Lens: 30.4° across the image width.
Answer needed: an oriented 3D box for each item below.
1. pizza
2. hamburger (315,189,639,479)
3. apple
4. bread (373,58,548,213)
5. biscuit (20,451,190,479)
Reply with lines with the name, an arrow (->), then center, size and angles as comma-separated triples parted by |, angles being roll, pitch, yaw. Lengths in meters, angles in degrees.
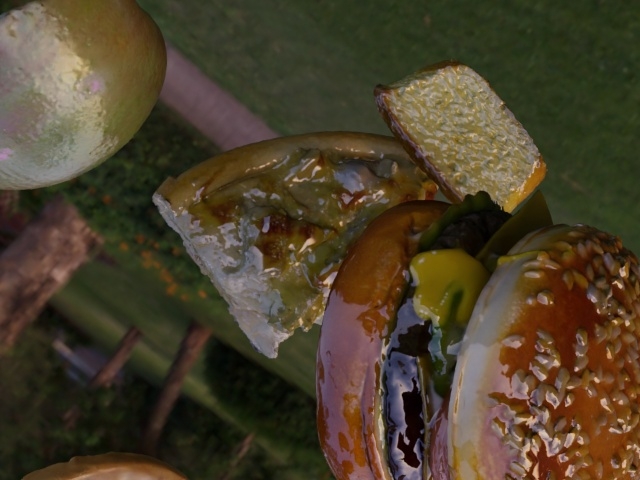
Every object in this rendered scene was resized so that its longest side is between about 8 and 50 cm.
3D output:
pizza -> 0.000, 0.000, 1.185 | 0.089, 0.323, 0.223 | 161, 101, -70
hamburger -> 0.146, 0.108, 0.916 | 0.225, 0.291, 0.291 | 8, 147, 35
apple -> -0.269, -0.128, 1.099 | 0.120, 0.265, 0.193 | 64, -167, 18
bread -> 0.137, -0.100, 1.141 | 0.187, 0.103, 0.065 | 54, -178, 5
biscuit -> -0.264, 0.305, 1.105 | 0.040, 0.309, 0.204 | 36, 165, 43
